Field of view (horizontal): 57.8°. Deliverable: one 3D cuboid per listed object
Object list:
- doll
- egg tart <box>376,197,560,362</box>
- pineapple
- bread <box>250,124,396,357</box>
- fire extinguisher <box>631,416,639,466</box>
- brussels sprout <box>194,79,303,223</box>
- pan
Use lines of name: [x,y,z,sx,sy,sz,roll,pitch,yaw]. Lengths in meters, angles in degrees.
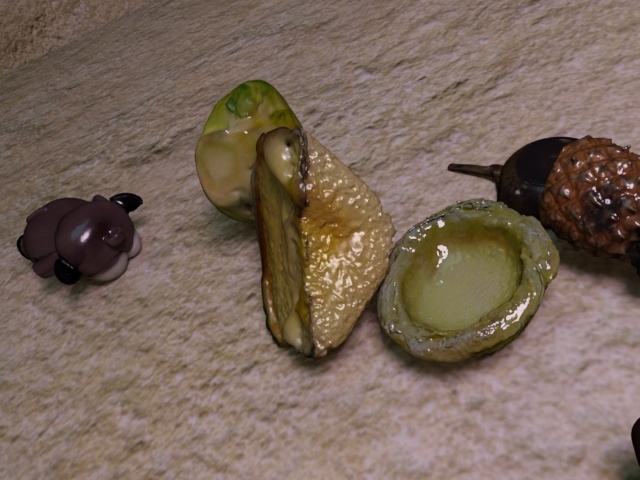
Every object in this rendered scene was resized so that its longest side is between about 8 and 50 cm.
doll: [-0.393,-0.004,0.937,0.257,0.117,0.182,4,53,34]
egg tart: [0.147,0.048,0.601,0.197,0.078,0.197,-19,41,17]
pineapple: [0.315,-0.003,0.522,0.119,0.111,0.237,-10,38,-40]
bread: [0.006,-0.007,0.658,0.133,0.252,0.174,-8,2,-20]
fire extinguisher: [0.275,0.252,0.296,0.135,0.114,0.337,8,47,0]
brussels sprout: [-0.087,-0.122,0.816,0.161,0.223,0.223,-1,45,4]
pan: [0.238,-0.075,0.695,0.202,0.048,0.128,-3,48,29]
